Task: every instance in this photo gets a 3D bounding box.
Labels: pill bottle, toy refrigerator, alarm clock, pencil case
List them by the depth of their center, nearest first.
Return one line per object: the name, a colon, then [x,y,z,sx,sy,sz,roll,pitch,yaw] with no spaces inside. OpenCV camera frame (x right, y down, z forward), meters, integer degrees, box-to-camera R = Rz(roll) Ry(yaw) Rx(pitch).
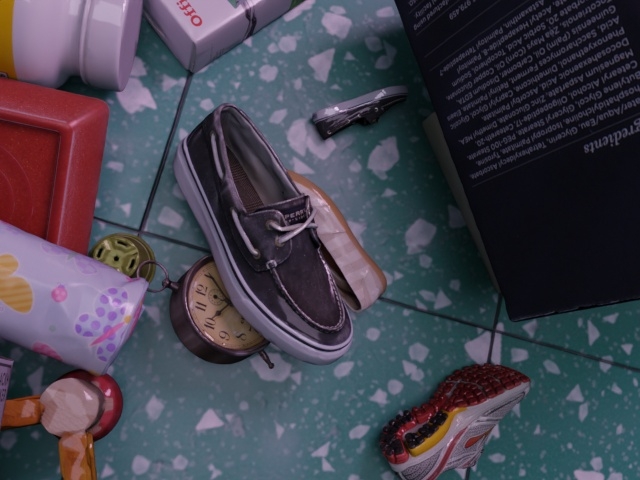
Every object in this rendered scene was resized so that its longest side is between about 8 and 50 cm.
pencil case: [-0.315,0.039,0.627,0.273,0.124,0.113,26,86,-14]
pill bottle: [-0.380,-0.274,0.698,0.334,0.188,0.187,11,79,-12]
alarm clock: [-0.131,0.074,0.747,0.192,0.064,0.129,30,52,-25]
toy refrigerator: [0.252,-0.072,0.867,0.102,0.094,0.269,-22,87,-15]

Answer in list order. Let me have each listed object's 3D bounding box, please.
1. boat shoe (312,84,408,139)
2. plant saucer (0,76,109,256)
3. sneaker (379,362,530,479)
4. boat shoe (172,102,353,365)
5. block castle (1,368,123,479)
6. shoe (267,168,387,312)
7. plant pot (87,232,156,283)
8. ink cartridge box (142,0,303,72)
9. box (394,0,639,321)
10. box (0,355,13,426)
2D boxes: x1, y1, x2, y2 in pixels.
boat shoe: [0.059,-0.177,0.864,0.142,0.049,0.040,-20,92,-9]
plant saucer: [-0.385,-0.052,0.683,0.259,0.047,0.258,11,104,-11]
sneaker: [0.182,0.239,0.819,0.225,0.088,0.092,-28,109,-16]
boat shoe: [-0.062,-0.013,0.725,0.121,0.119,0.335,-24,74,-45]
block castle: [-0.417,0.299,0.596,0.454,0.213,0.302,-5,78,-17]
shoe: [0.000,0.000,0.801,0.219,0.076,0.058,49,52,-5]
plant pot: [-0.239,0.026,0.742,0.083,0.079,0.083,2,81,-14]
ink cartridge box: [-0.130,-0.352,0.819,0.219,0.092,0.160,-40,91,-16]
box: [0.399,-0.209,0.755,0.480,0.297,0.471,-16,83,-34]
box: [-0.352,0.225,0.473,0.169,0.087,0.289,6,75,-14]
